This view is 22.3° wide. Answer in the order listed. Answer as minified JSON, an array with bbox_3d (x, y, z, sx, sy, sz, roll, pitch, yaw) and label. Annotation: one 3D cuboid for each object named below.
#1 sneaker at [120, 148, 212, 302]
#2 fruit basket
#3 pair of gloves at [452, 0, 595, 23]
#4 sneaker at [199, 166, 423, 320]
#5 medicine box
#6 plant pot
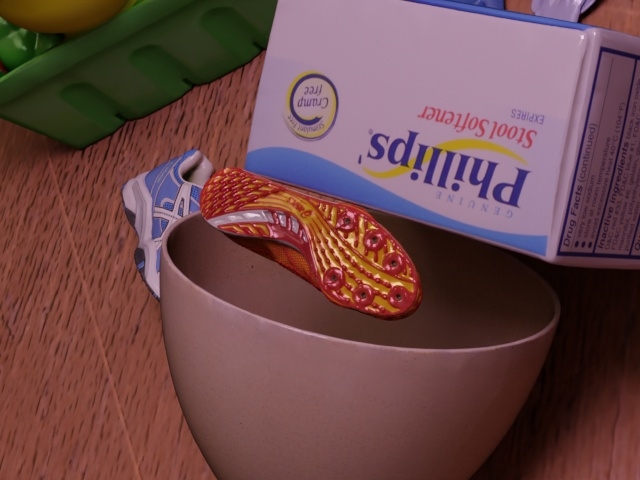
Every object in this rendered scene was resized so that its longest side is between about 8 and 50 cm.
[{"bbox_3d":[-0.115,0.000,1.425,0.081,0.080,0.211,-36,49,13],"label":"sneaker"},{"bbox_3d":[-0.218,-0.278,1.483,0.392,0.392,0.283,-25,50,18],"label":"fruit basket"},{"bbox_3d":[0.171,-0.225,1.409,0.198,0.023,0.159,2,69,37],"label":"pair of gloves"},{"bbox_3d":[0.000,0.000,1.087,0.175,0.067,0.064,31,90,27],"label":"sneaker"},{"bbox_3d":[0.144,-0.080,1.144,0.263,0.289,0.149,17,98,39],"label":"medicine box"},{"bbox_3d":[0.013,0.107,1.172,0.284,0.284,0.191,27,114,42],"label":"plant pot"}]
